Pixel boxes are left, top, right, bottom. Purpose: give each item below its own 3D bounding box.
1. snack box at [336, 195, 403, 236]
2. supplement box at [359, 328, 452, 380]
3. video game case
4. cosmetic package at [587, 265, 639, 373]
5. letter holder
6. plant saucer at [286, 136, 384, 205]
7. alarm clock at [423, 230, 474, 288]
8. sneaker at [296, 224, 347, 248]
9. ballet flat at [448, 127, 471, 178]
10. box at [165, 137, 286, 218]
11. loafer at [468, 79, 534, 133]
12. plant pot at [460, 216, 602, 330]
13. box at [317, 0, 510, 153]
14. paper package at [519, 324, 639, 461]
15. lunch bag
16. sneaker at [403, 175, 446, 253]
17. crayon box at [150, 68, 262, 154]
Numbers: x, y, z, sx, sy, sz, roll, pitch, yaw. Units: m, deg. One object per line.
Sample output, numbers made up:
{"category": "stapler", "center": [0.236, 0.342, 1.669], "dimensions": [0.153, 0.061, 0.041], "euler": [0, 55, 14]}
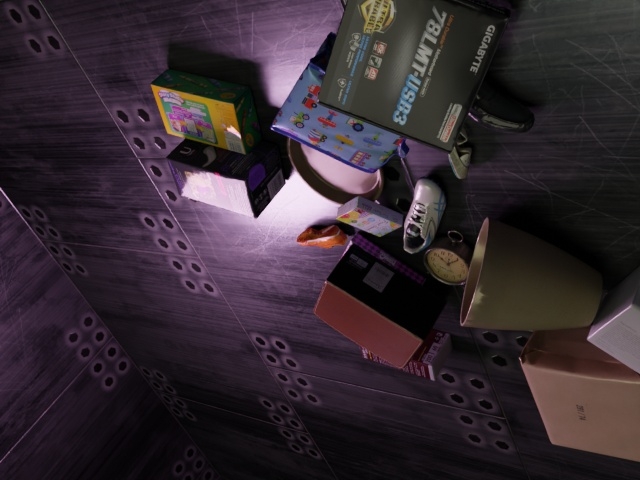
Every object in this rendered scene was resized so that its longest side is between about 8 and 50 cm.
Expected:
{"category": "snack box", "center": [0.126, -0.060, 1.983], "dimensions": [0.141, 0.037, 0.100], "euler": [21, 154, -26]}
{"category": "supplement box", "center": [0.250, 0.311, 2.274], "dimensions": [0.240, 0.130, 0.073], "euler": [13, 139, 30]}
{"category": "video game case", "center": [0.158, 0.104, 2.192], "dimensions": [0.232, 0.041, 0.210], "euler": [34, 145, 5]}
{"category": "cosmetic package", "center": [0.709, 0.166, 1.676], "dimensions": [0.152, 0.151, 0.183], "euler": [33, 147, 5]}
{"category": "letter holder", "center": [0.156, 0.188, 2.125], "dimensions": [0.302, 0.152, 0.214], "euler": [32, 146, 8]}
{"category": "plant saucer", "center": [0.041, -0.200, 1.943], "dimensions": [0.278, 0.041, 0.277], "euler": [23, 144, 18]}
{"category": "alarm clock", "center": [0.330, 0.037, 1.941], "dimensions": [0.129, 0.064, 0.192], "euler": [25, 146, 18]}
{"category": "sneaker", "center": [0.000, 0.000, 2.196], "dimensions": [0.175, 0.064, 0.067], "euler": [0, 141, 46]}
{"category": "ballet flat", "center": [0.302, -0.204, 1.694], "dimensions": [0.052, 0.057, 0.168], "euler": [-7, 127, 34]}
{"category": "box", "center": [-0.254, -0.190, 2.105], "dimensions": [0.271, 0.165, 0.143], "euler": [18, 141, 26]}
{"category": "loafer", "center": [0.326, -0.282, 1.559], "dimensions": [0.223, 0.076, 0.078], "euler": [28, 152, 20]}
{"category": "plant pot", "center": [0.482, 0.103, 1.753], "dimensions": [0.274, 0.256, 0.256], "euler": [14, 142, 6]}
{"category": "box", "center": [0.172, -0.351, 1.494], "dimensions": [0.294, 0.073, 0.295], "euler": [23, 124, 4]}
{"category": "paper package", "center": [0.697, 0.373, 1.917], "dimensions": [0.310, 0.168, 0.324], "euler": [3, 133, 40]}
{"category": "lunch bag", "center": [0.074, -0.273, 1.714], "dimensions": [0.293, 0.138, 0.221], "euler": [33, 139, -6]}
{"category": "sneaker", "center": [0.249, -0.056, 1.886], "dimensions": [0.085, 0.086, 0.237], "euler": [26, 143, 19]}
{"category": "crayon box", "center": [-0.301, -0.342, 2.045], "dimensions": [0.279, 0.081, 0.165], "euler": [18, 141, 26]}
